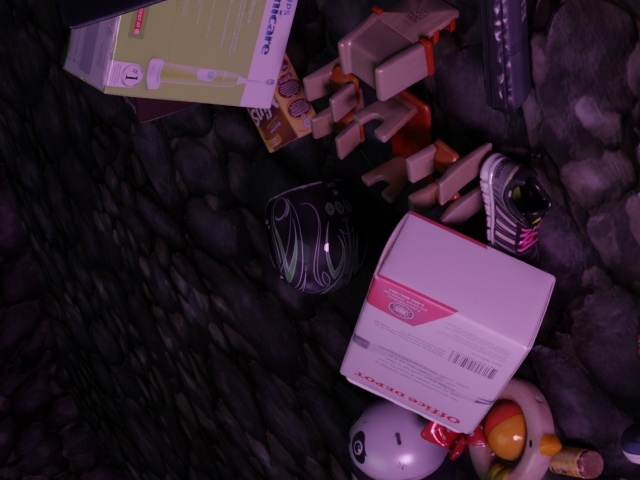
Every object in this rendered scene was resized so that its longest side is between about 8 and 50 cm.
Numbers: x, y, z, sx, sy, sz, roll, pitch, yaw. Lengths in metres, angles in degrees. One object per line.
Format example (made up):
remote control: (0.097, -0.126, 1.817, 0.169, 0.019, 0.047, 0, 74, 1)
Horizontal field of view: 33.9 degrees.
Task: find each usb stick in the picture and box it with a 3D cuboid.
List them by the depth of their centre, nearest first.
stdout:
usb stick: (0.196, -0.270, 1.124, 0.045, 0.077, 0.278, 11, 127, 30)

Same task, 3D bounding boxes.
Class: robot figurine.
robot figurine: (0.134, 0.386, 1.728, 0.209, 0.173, 0.278, 22, 135, 39)

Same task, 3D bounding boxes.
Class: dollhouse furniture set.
dollhouse furniture set: (0.111, -0.174, 1.339, 0.262, 0.135, 0.259, 41, 158, 32)

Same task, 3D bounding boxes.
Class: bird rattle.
bird rattle: (0.261, 0.286, 1.494, 0.207, 0.143, 0.253, -58, 26, 33)

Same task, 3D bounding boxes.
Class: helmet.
helmet: (0.000, 0.000, 1.605, 0.169, 0.169, 0.161, -28, 75, 62)

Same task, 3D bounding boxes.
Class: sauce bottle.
sauce bottle: (0.339, 0.306, 1.462, 0.042, 0.042, 0.128, 64, 156, -6)

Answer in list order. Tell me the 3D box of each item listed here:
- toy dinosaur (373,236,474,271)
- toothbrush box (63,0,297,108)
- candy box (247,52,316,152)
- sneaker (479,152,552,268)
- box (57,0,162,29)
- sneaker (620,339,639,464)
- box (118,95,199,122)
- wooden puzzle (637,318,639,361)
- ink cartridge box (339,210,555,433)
toy dinosaur: (0.175, 0.055, 1.493, 0.211, 0.064, 0.112, -35, 72, 52)
toothbrush box: (-0.183, -0.302, 1.431, 0.122, 0.283, 0.206, 32, 114, 43)
candy box: (-0.080, -0.238, 1.630, 0.186, 0.053, 0.109, 62, 151, -5)
sneaker: (0.246, -0.024, 1.281, 0.075, 0.063, 0.170, 17, 129, 52)
box: (-0.089, -0.402, 1.123, 0.293, 0.395, 0.212, 5, 119, 56)
sneaker: (0.390, 0.161, 1.177, 0.163, 0.086, 0.226, 50, 142, -3)
box: (-0.296, -0.407, 1.711, 0.191, 0.143, 0.381, 48, 153, 40)
wooden puzzle: (0.397, 0.130, 1.238, 0.049, 0.006, 0.083, 26, 137, 47)
ink cartridge box: (0.155, 0.116, 1.370, 0.207, 0.117, 0.283, 25, 148, 6)
